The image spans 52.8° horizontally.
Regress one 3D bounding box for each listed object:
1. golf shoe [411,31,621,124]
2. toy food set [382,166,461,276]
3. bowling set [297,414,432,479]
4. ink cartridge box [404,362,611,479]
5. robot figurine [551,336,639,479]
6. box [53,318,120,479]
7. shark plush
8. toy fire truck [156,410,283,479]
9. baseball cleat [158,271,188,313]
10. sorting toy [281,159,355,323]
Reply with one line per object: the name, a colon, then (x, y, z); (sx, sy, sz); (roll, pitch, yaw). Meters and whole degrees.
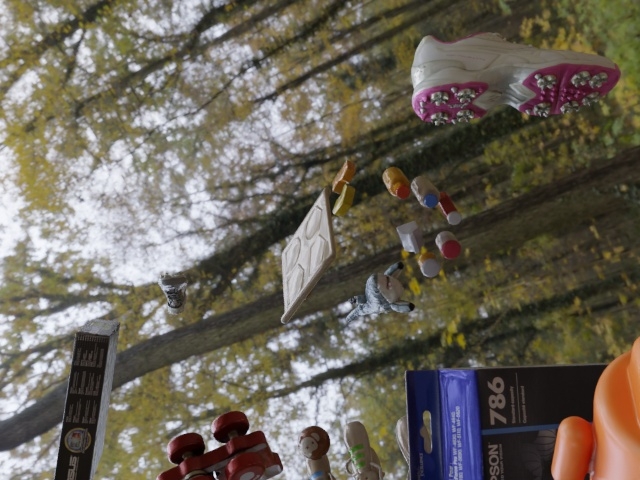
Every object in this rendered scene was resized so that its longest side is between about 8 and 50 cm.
golf shoe: (0.283, -0.258, 0.953); (0.115, 0.307, 0.140); (92, 174, -63)
toy food set: (0.200, -0.028, 1.194); (0.104, 0.111, 0.232); (-99, -10, -67)
bowling set: (0.041, 0.401, 1.059); (0.200, 0.287, 0.154); (24, -147, -34)
ink cartridge box: (0.275, 0.248, 0.851); (0.333, 0.065, 0.165); (1, -100, -19)
robot figurine: (0.285, 0.171, 0.511); (0.128, 0.158, 0.219); (46, 157, 50)
box: (-0.425, 0.291, 1.189); (0.216, 0.060, 0.269); (-179, 96, -78)
shark plush: (0.072, 0.078, 0.940); (0.067, 0.161, 0.073); (-3, -102, -23)
toy fire truck: (-0.258, 0.610, 1.692); (0.253, 0.302, 0.169); (76, 166, -45)
baseball cleat: (-0.383, 0.141, 1.709); (0.206, 0.072, 0.109); (93, 174, -84)
sorting toy: (0.000, 0.000, 1.302); (0.041, 0.307, 0.229); (20, -141, -19)
